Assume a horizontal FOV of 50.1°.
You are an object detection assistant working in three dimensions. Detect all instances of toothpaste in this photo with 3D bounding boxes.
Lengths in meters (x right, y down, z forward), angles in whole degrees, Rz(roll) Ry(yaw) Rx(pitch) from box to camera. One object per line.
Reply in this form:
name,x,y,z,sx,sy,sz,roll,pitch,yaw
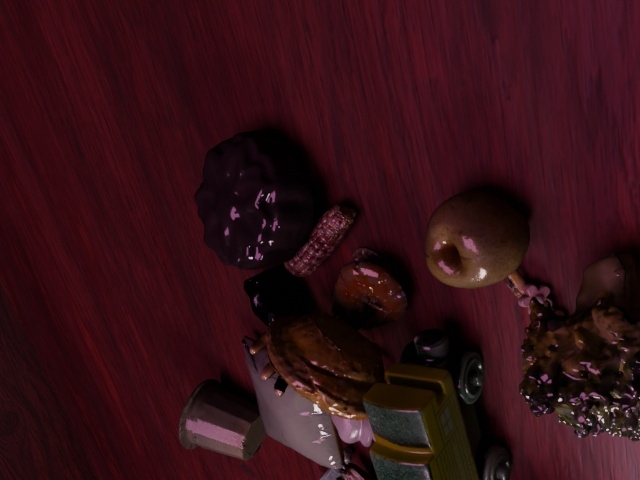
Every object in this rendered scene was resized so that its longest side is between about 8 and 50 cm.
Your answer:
toothpaste,0.047,0.607,1.822,0.062,0.037,0.216,25,136,7

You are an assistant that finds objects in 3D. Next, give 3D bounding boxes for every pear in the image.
pear,0.251,0.000,1.118,0.167,0.136,0.167,27,133,33

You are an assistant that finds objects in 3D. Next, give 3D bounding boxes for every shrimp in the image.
shrimp,0.107,0.639,1.760,0.254,0.059,0.145,39,146,-1
shrimp,0.091,0.137,1.414,0.154,0.062,0.294,29,149,6

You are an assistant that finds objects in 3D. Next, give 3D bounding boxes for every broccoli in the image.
broccoli,0.441,0.181,0.967,0.324,0.334,0.272,-63,33,27

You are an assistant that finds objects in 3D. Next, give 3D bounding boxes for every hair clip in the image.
hair clip,0.381,0.132,1.151,0.214,0.062,0.056,54,171,8

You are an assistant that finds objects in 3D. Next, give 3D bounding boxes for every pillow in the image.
pillow,-0.069,0.406,1.717,0.312,0.119,0.310,9,114,49

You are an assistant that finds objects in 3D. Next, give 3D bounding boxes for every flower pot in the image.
flower pot,-0.266,0.531,1.961,0.203,0.212,0.212,18,129,22

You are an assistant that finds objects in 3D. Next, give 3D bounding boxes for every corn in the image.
corn,0.000,0.000,1.412,0.079,0.079,0.237,49,135,6

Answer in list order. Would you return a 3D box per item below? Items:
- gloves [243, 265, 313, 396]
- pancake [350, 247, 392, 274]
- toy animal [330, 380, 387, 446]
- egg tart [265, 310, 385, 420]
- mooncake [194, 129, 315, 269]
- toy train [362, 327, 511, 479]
gloves,-0.085,0.207,1.549,0.197,0.152,0.301,166,98,-81
pancake,0.105,0.066,1.400,0.115,0.011,0.115,25,132,30
toy animal,0.104,0.371,1.530,0.193,0.127,0.178,16,125,38
egg tart,0.028,0.231,1.372,0.290,0.290,0.115,39,107,17
mooncake,-0.145,-0.080,1.395,0.283,0.141,0.283,13,109,44
toy train,0.225,0.400,1.321,0.179,0.272,0.442,0,117,40
